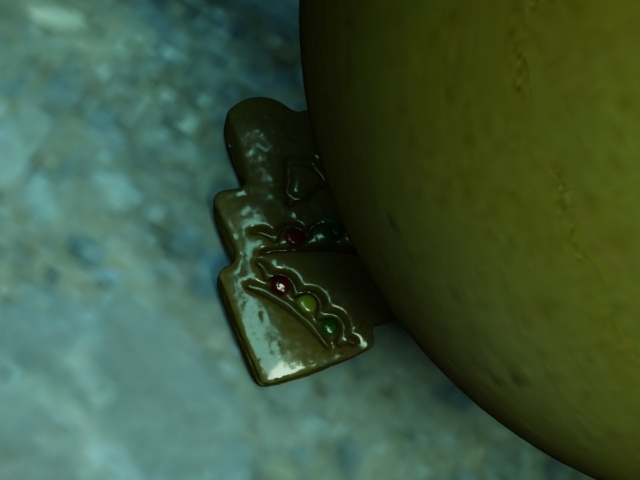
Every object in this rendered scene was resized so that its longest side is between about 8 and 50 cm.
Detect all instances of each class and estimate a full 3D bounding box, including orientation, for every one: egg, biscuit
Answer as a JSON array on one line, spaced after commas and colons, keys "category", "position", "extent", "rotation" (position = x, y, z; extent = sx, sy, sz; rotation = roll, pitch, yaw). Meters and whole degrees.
[{"category": "egg", "position": [0.136, -0.079, 0.451], "extent": [0.250, 0.250, 0.322], "rotation": [38, 57, 2]}, {"category": "biscuit", "position": [0.000, 0.000, 0.516], "extent": [0.082, 0.016, 0.092], "rotation": [28, 65, -3]}]
